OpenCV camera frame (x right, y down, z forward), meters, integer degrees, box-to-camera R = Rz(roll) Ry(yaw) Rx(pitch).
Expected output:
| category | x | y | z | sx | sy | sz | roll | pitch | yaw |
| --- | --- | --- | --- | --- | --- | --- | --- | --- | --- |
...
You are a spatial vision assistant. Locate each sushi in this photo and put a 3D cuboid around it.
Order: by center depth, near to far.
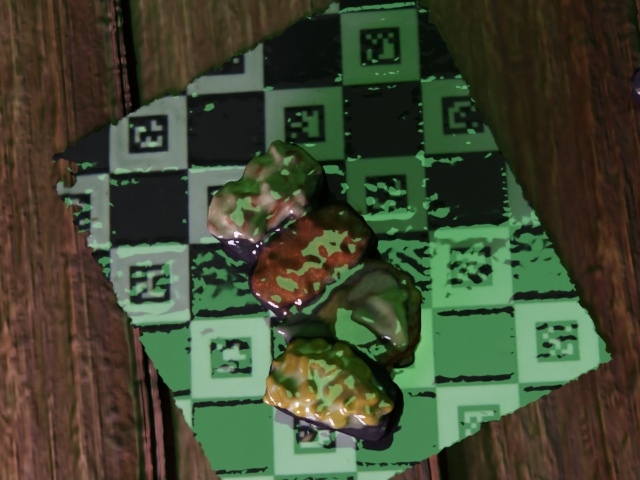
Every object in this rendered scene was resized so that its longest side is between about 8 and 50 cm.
| category | x | y | z | sx | sy | sz | roll | pitch | yaw |
| --- | --- | --- | --- | --- | --- | --- | --- | --- | --- |
| sushi | 0.000 | 0.000 | 1.181 | 0.264 | 0.050 | 0.290 | -28 | 74 | -2 |

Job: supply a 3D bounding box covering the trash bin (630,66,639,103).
| category | x | y | z | sx | sy | sz | roll | pitch | yaw |
| --- | --- | --- | --- | --- | --- | --- | --- | --- | --- |
| trash bin | 0.297 | -0.089 | 1.046 | 0.252 | 0.301 | 0.203 | 30 | 80 | 11 |
